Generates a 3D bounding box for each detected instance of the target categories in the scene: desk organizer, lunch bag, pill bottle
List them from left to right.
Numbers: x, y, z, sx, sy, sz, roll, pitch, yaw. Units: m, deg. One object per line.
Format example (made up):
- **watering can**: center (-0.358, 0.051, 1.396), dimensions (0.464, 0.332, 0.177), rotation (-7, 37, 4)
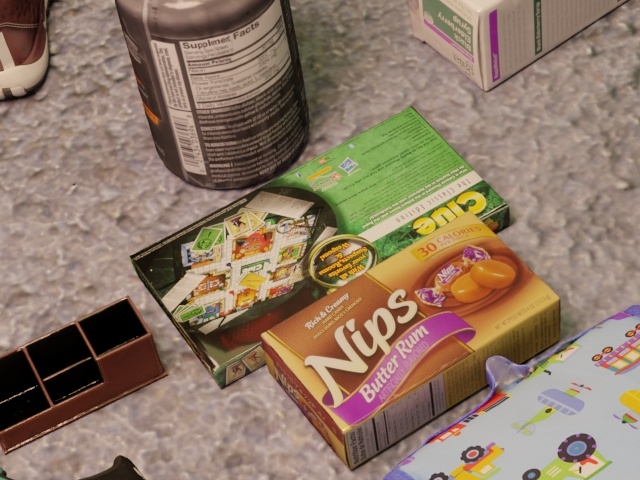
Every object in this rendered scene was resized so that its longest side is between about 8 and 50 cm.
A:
- **desk organizer**: center (-0.182, 0.095, 1.210), dimensions (0.130, 0.050, 0.047), rotation (-26, 51, -13)
- **pill bottle**: center (-0.085, -0.164, 1.284), dimensions (0.130, 0.245, 0.130), rotation (-4, 49, 5)
- **lunch bag**: center (0.194, 0.157, 1.065), dimensions (0.221, 0.138, 0.293), rotation (-34, 44, -16)

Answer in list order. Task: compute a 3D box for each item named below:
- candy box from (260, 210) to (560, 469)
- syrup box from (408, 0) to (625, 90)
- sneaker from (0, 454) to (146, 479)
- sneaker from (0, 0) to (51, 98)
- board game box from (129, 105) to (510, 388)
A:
- **candy box**: center (0.065, 0.068, 1.195), dimensions (0.187, 0.053, 0.109), rotation (-29, 52, -17)
- **syrup box**: center (0.192, -0.235, 1.401), dimensions (0.237, 0.096, 0.093), rotation (-33, 53, -19)
- **sneaker**: center (-0.242, 0.221, 1.084), dimensions (0.302, 0.108, 0.121), rotation (-11, 48, -12)
- **sneaker**: center (-0.287, -0.268, 1.456), dimensions (0.106, 0.162, 0.281), rotation (-11, 50, -1)
- **board game box**: center (0.000, 0.000, 1.278), dimensions (0.260, 0.030, 0.136), rotation (-28, 50, -15)
